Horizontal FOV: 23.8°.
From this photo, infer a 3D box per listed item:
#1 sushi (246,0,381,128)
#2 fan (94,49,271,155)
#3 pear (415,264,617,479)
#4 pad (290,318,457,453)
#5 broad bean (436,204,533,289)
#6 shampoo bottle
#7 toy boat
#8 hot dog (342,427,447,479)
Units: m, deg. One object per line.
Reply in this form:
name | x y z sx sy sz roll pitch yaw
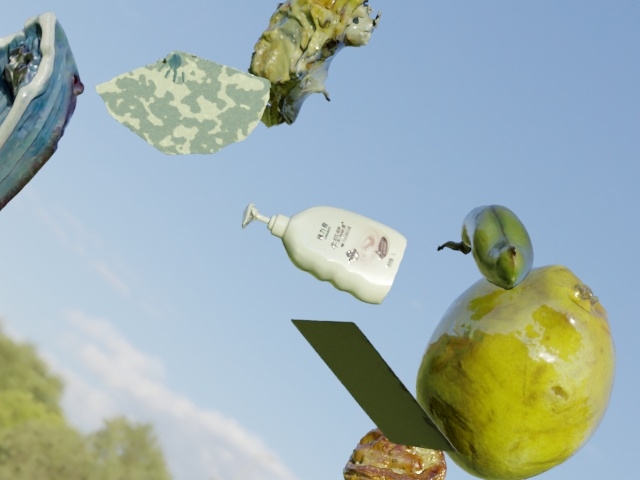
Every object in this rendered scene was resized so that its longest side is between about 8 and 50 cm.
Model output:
sushi | 0.004 -0.277 2.075 0.131 0.291 0.139 31 11 -43
fan | -0.163 -0.164 1.813 0.240 0.009 0.131 2 -70 24
pear | 0.260 0.175 2.010 0.269 0.269 0.321 40 -50 0
pad | 0.062 0.169 1.774 0.211 0.003 0.143 53 -26 -20
broad bean | 0.175 0.001 1.543 0.067 0.075 0.325 21 4 -2
shampoo bottle | 0.000 0.000 1.402 0.152 0.077 0.045 23 -24 1
toy boat | -0.340 -0.089 1.352 0.142 0.309 0.129 41 7 -46
hot dog | 0.096 0.298 2.014 0.147 0.099 0.065 4 -42 37
